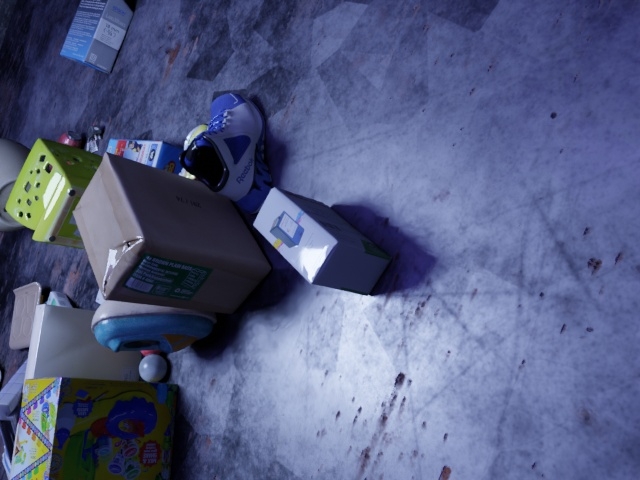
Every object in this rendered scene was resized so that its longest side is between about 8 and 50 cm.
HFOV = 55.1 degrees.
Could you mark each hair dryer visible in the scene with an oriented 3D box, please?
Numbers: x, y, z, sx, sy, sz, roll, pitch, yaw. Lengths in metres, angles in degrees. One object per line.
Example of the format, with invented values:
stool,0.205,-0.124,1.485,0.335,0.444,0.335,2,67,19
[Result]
hair dryer,-0.845,-0.265,2.070,0.294,0.080,0.223,-10,72,43

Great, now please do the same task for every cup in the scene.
cup,-1.058,-0.162,2.074,0.237,0.331,0.330,26,96,42

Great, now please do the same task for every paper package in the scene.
paper package,-0.317,-0.008,1.314,0.168,0.325,0.309,-53,49,19

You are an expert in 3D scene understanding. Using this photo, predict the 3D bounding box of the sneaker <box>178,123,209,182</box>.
sneaker,-0.294,-0.185,1.524,0.094,0.082,0.208,33,112,44

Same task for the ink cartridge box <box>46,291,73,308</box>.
ink cartridge box,-0.825,0.286,1.879,0.181,0.056,0.224,20,90,58

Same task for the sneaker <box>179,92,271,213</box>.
sneaker,-0.222,-0.222,1.387,0.128,0.182,0.315,-33,57,31

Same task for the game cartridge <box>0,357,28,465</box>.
game cartridge,-0.706,0.470,1.536,0.230,0.068,0.354,-91,0,-64

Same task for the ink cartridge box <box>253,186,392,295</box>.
ink cartridge box,0.000,0.000,1.125,0.212,0.154,0.093,44,109,41

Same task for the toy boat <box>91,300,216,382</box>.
toy boat,-0.377,0.223,1.400,0.318,0.268,0.148,124,140,-61

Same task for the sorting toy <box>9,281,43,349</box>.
sorting toy,-0.980,0.255,2.052,0.193,0.038,0.208,-16,72,40

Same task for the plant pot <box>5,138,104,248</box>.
plant pot,-0.651,-0.104,1.617,0.207,0.228,0.227,41,106,37

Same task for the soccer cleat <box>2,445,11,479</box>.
soccer cleat,-0.908,0.594,1.841,0.143,0.116,0.331,-40,54,28

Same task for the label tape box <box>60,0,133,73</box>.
label tape box,-0.758,-0.765,2.122,0.241,0.106,0.333,27,96,44

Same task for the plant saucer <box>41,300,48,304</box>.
plant saucer,-0.928,0.244,2.039,0.192,0.018,0.067,-16,67,39

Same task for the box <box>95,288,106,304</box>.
box,-0.528,0.133,1.638,0.102,0.087,0.101,15,88,45

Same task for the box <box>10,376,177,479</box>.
box,-0.498,0.455,1.368,0.177,0.290,0.278,-13,69,40

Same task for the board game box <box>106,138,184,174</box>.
board game box,-0.523,-0.123,1.713,0.302,0.086,0.307,12,86,45

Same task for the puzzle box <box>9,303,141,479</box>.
puzzle box,-0.576,0.373,1.482,0.052,0.272,0.408,-11,70,42
